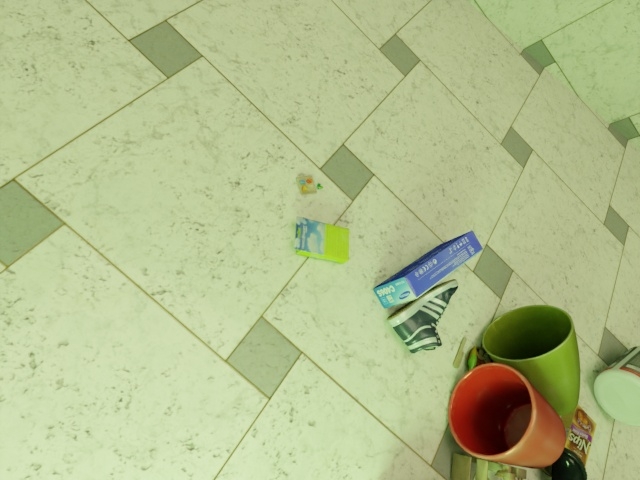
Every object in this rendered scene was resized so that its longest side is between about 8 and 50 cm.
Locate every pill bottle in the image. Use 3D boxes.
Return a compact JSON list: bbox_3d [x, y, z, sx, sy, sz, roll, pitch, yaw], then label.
[{"bbox_3d":[1.215,0.519,1.656,0.363,0.210,0.210,-17,79,-31],"label":"pill bottle"}]

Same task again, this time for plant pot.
[{"bbox_3d":[0.714,0.407,1.426,0.275,0.275,0.293,-39,108,-33],"label":"plant pot"},{"bbox_3d":[0.558,0.529,1.286,0.243,0.275,0.275,34,58,-25],"label":"plant pot"}]

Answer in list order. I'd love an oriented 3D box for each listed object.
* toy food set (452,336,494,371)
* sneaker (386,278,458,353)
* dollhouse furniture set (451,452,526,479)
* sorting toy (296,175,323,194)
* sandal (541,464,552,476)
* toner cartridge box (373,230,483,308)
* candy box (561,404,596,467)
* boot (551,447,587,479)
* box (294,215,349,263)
[{"bbox_3d":[0.526,0.410,1.433,0.192,0.038,0.132,38,58,-10],"label":"toy food set"},{"bbox_3d":[0.349,0.239,1.368,0.282,0.099,0.153,-27,80,-26],"label":"sneaker"},{"bbox_3d":[0.477,0.694,1.252,0.151,0.144,0.123,28,64,-33],"label":"dollhouse furniture set"},{"bbox_3d":[-0.031,-0.176,1.380,0.083,0.012,0.062,-12,77,-31],"label":"sorting toy"},{"bbox_3d":[0.735,0.670,1.438,0.072,0.049,0.180,11,66,-24],"label":"sandal"},{"bbox_3d":[0.342,0.088,1.386,0.348,0.165,0.075,-28,85,-32],"label":"toner cartridge box"},{"bbox_3d":[0.868,0.669,1.508,0.109,0.053,0.187,46,58,-6],"label":"candy box"},{"bbox_3d":[0.718,0.782,1.331,0.207,0.094,0.246,-26,109,-35],"label":"boot"},{"bbox_3d":[0.000,0.000,1.310,0.178,0.042,0.109,13,65,-23],"label":"box"}]
